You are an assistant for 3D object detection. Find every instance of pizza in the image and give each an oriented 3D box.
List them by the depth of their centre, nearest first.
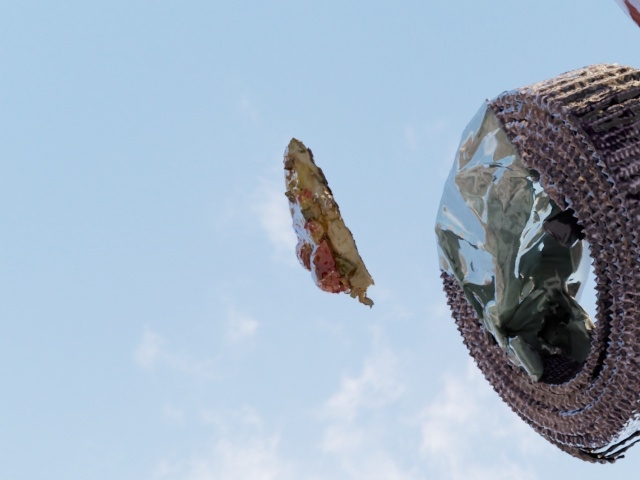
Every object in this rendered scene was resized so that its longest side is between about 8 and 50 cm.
[{"bbox_3d":[-0.007,-0.011,0.584,0.029,0.100,0.099,-23,-78,-14],"label":"pizza"}]

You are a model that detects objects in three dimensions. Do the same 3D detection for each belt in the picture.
[{"bbox_3d":[0.199,0.017,0.800,0.122,0.324,0.260,-21,-135,-21],"label":"belt"}]

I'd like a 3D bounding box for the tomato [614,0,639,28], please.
[{"bbox_3d":[0.247,-0.205,0.502,0.227,0.270,0.270,-17,-96,-27],"label":"tomato"}]
